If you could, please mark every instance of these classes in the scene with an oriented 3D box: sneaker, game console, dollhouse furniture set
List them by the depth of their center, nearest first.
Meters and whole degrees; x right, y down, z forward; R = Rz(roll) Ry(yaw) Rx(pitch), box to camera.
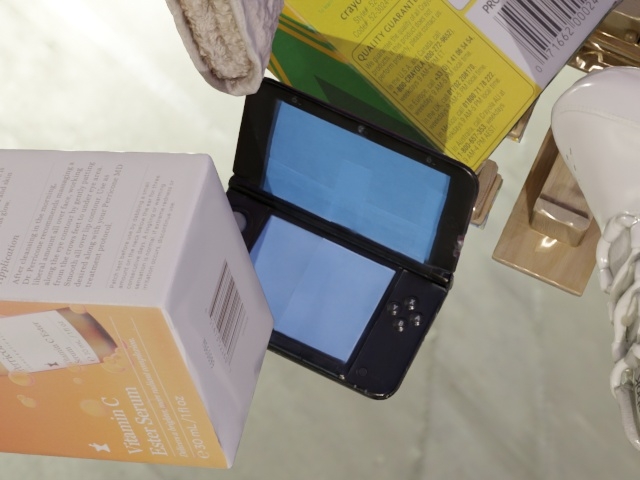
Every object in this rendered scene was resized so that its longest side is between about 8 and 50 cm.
[{"bbox_3d":[0.193,0.037,0.969,0.297,0.129,0.111,59,-21,25],"label":"sneaker"},{"bbox_3d":[0.000,0.000,1.090,0.144,0.124,0.085,25,-16,14],"label":"game console"},{"bbox_3d":[0.213,-0.075,1.533,0.212,0.242,0.161,24,-11,6],"label":"dollhouse furniture set"}]

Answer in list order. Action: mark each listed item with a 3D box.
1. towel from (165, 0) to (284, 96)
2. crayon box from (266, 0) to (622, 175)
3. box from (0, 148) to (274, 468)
[{"bbox_3d":[-0.049,-0.221,0.947,0.282,0.049,0.187,69,30,-59],"label":"towel"},{"bbox_3d":[0.023,-0.200,1.291,0.318,0.081,0.202,44,61,-5],"label":"crayon box"},{"bbox_3d":[-0.125,0.032,0.925,0.130,0.170,0.091,71,27,-48],"label":"box"}]
